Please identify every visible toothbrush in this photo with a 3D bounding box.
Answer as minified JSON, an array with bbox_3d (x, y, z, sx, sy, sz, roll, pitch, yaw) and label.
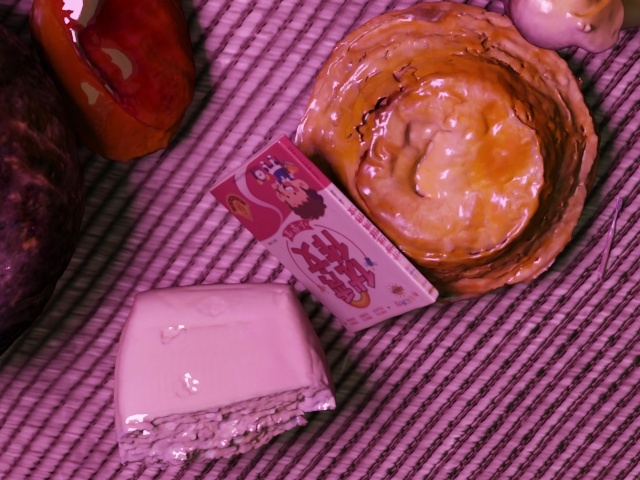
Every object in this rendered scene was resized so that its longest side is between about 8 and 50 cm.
[{"bbox_3d":[0.324,-0.003,1.175,0.006,0.008,0.097,13,106,10],"label":"toothbrush"}]

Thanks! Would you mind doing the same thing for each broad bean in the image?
[{"bbox_3d":[-0.208,-0.195,1.062,0.156,0.122,0.229,-20,113,-22],"label":"broad bean"}]

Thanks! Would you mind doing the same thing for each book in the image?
[{"bbox_3d":[0.000,0.000,1.111,0.232,0.162,0.022,46,57,-11],"label":"book"}]

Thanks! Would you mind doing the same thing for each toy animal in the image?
[{"bbox_3d":[0.238,-0.248,1.002,0.168,0.233,0.121,-13,110,-5],"label":"toy animal"}]

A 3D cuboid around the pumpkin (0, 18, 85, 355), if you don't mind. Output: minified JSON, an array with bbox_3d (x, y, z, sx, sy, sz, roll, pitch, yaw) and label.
[{"bbox_3d":[-0.446,-0.060,0.980,0.454,0.344,0.454,-3,118,-5],"label":"pumpkin"}]

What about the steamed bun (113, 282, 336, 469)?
[{"bbox_3d":[-0.098,0.150,1.129,0.225,0.200,0.170,-3,145,-2],"label":"steamed bun"}]

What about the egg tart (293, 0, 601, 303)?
[{"bbox_3d":[0.133,-0.079,1.094,0.341,0.129,0.341,0,107,-1],"label":"egg tart"}]
